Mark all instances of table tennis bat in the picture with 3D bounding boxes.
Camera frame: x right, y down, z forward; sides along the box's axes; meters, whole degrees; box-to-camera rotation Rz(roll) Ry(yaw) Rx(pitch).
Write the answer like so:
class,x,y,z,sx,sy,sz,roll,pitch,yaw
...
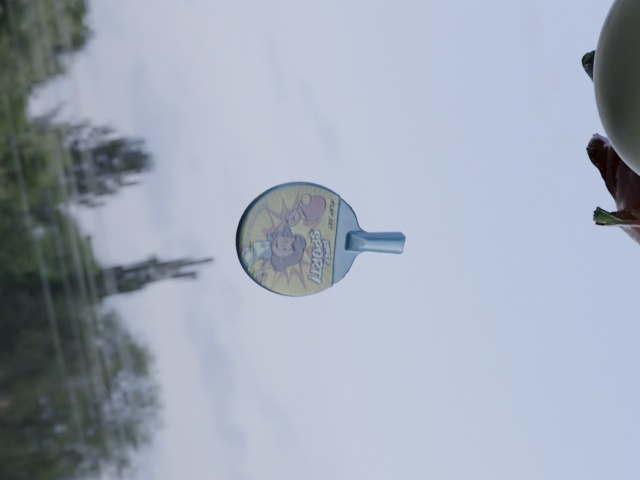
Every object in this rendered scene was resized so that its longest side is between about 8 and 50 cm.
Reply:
class,x,y,z,sx,sy,sz,roll,pitch,yaw
table tennis bat,0.000,0.000,1.407,0.019,0.155,0.100,-160,-106,-66

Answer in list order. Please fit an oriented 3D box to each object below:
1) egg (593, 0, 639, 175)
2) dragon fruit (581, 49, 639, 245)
class,x,y,z,sx,sy,sz,roll,pitch,yaw
egg,0.298,-0.138,1.163,0.241,0.186,0.186,-64,-144,39
dragon fruit,0.342,-0.060,1.466,0.200,0.198,0.269,40,-9,43
